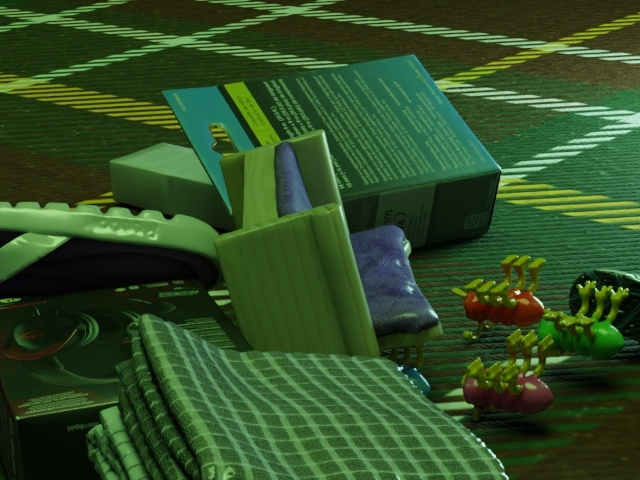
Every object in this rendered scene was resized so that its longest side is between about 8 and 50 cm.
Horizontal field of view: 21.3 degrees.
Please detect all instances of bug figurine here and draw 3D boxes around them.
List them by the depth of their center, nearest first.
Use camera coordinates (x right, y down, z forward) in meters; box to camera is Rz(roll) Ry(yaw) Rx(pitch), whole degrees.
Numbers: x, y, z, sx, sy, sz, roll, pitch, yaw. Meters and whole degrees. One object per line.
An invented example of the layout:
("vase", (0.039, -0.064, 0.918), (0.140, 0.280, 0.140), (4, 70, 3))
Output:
("bug figurine", (0.156, 0.101, 1.585), (0.216, 0.072, 0.279), (8, 25, 41))

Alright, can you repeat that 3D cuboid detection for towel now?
("towel", (-0.016, 0.156, 1.194), (0.235, 0.121, 0.284), (4, 20, -22))

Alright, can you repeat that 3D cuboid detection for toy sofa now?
("toy sofa", (0.000, 0.000, 1.650), (0.177, 0.150, 0.362), (-15, 15, 2))

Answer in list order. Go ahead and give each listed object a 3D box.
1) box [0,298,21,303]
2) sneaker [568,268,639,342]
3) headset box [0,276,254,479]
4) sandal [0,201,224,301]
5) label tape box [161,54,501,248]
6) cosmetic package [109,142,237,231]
("box", (-0.360, 0.107, 1.670), (0.220, 0.051, 0.175), (-11, 21, -23))
("sneaker", (0.348, 0.072, 1.633), (0.211, 0.080, 0.081), (20, 9, 29))
("headset box", (-0.170, 0.139, 1.466), (0.218, 0.110, 0.293), (-8, 20, -16))
("sandal", (-0.296, 0.039, 1.610), (0.416, 0.169, 0.102), (-5, 60, 1))
("label tape box", (0.005, -0.090, 1.986), (0.333, 0.106, 0.240), (-10, 43, -21))
("cosmetic package", (-0.144, -0.065, 2.115), (0.239, 0.060, 0.099), (14, 28, 39))
